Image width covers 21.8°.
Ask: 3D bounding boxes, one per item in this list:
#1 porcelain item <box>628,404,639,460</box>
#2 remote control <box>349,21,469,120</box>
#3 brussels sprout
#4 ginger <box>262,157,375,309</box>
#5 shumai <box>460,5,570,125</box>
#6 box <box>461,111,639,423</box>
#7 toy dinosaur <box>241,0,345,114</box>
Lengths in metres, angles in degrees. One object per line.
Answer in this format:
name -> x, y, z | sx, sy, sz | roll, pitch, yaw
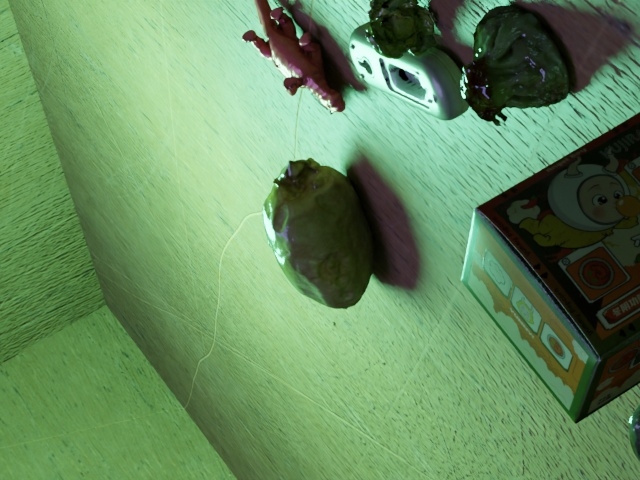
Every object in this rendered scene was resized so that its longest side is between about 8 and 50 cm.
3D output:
porcelain item -> 0.390, 0.218, 1.615 | 0.215, 0.069, 0.081 | 32, 144, 60
remote control -> 0.094, -0.188, 1.845 | 0.221, 0.042, 0.078 | 33, 150, 56
brussels sprout -> 0.081, -0.237, 1.761 | 0.058, 0.085, 0.085 | 46, 158, 47
ginger -> 0.000, 0.000, 2.270 | 0.152, 0.138, 0.267 | 54, 168, 38
shumai -> 0.172, -0.161, 1.589 | 0.124, 0.087, 0.099 | 37, 153, 56
box -> 0.255, 0.019, 1.457 | 0.177, 0.195, 0.148 | 53, 162, 25
toy dinosaur -> -0.041, -0.242, 2.154 | 0.286, 0.070, 0.139 | 50, -177, 35
